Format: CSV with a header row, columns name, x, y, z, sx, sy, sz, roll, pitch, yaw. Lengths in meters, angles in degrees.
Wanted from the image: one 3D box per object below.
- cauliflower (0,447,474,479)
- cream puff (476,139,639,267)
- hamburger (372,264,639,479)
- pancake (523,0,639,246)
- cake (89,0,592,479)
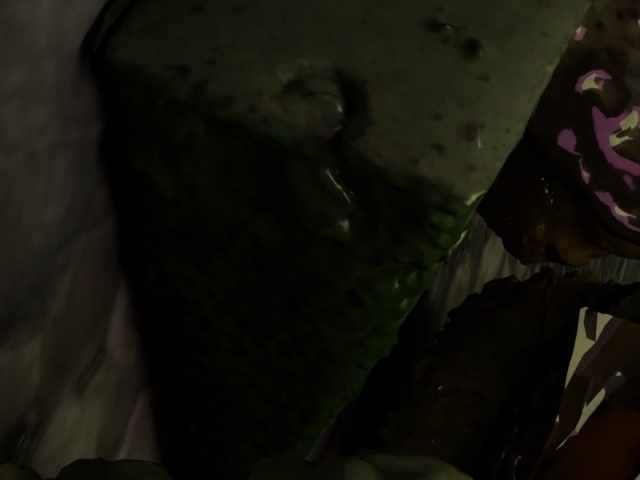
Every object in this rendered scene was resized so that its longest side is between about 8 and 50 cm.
name,x,y,z,sx,sy,sz,roll,pitch,yaw
cauliflower,-0.001,0.194,0.322,0.281,0.327,0.260,-49,175,12
cream puff,0.111,-0.070,0.719,0.165,0.115,0.150,-57,148,-16
hamburger,0.088,0.124,0.753,0.262,0.139,0.243,24,87,-63
pancake,0.171,-0.120,0.647,0.033,0.288,0.286,166,-88,-69
cake,0.011,0.015,0.490,0.235,0.099,0.100,88,25,-48
